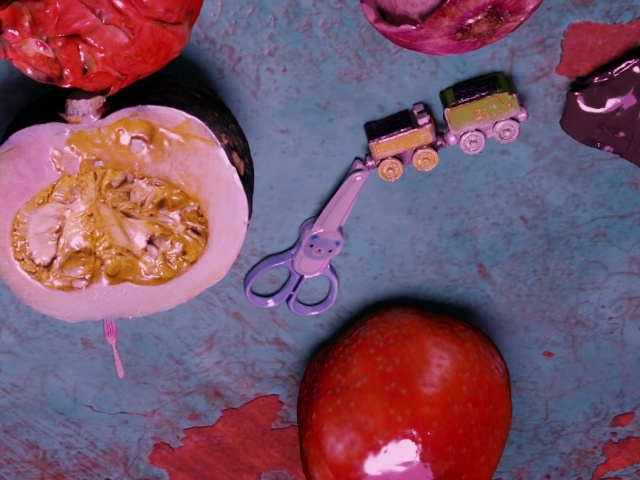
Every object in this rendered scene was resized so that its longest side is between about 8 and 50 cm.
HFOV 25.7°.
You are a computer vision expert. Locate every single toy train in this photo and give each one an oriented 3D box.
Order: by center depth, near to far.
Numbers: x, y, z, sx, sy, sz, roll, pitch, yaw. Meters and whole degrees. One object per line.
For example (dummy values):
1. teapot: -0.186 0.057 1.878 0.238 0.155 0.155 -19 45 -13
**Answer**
1. toy train: 0.144 -0.135 1.665 0.202 0.060 0.081 -18 125 5

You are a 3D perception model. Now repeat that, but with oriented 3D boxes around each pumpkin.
1. pumpkin: -0.218 -0.073 1.561 0.293 0.197 0.263 -7 120 4

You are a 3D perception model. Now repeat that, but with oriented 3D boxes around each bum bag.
1. bum bag: 0.444 -0.135 1.708 0.326 0.080 0.142 18 129 -25

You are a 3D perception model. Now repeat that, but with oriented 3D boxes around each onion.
1. onion: 0.153 -0.283 1.464 0.200 0.200 0.207 19 111 -25

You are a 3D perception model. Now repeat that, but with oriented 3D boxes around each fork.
1. fork: -0.272 0.146 1.860 0.016 0.012 0.115 -3 132 0

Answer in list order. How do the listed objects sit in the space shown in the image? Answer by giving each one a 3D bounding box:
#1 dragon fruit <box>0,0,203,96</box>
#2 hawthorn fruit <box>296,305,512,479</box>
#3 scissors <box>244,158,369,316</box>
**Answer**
1. dragon fruit: -0.221 -0.267 1.357 0.241 0.252 0.241 -10 162 -3
2. hawthorn fruit: 0.103 0.262 1.813 0.284 0.369 0.285 7 133 8
3. scissors: 0.000 0.000 1.772 0.125 0.030 0.256 13 129 -23
